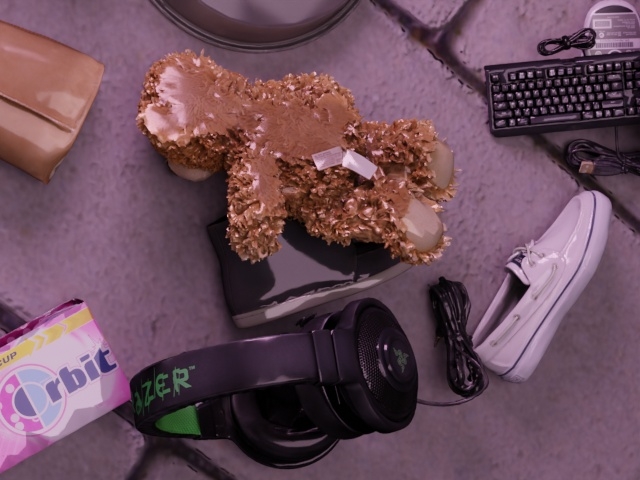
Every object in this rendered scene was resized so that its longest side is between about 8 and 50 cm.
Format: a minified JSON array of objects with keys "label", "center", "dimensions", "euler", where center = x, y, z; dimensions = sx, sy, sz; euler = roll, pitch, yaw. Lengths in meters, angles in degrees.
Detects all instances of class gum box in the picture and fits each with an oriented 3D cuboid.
[{"label":"gum box","center":[-0.290,0.148,1.687],"dimensions":[0.188,0.062,0.107],"euler":[-30,101,-17]}]

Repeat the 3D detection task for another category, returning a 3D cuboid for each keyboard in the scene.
[{"label":"keyboard","center":[0.267,-0.171,1.869],"dimensions":[0.180,0.023,0.108],"euler":[-6,94,0]}]

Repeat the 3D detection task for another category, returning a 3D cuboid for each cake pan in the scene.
[{"label":"cake pan","center":[-0.059,-0.337,1.761],"dimensions":[0.293,0.054,0.293],"euler":[-1,92,-19]}]

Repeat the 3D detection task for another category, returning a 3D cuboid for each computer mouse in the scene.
[{"label":"computer mouse","center":[0.319,-0.166,1.906],"dimensions":[0.106,0.042,0.193],"euler":[-1,94,-6]}]

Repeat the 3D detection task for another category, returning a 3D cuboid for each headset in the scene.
[{"label":"headset","center":[0.001,0.117,1.719],"dimensions":[0.394,0.243,0.185],"euler":[3,70,-34]}]

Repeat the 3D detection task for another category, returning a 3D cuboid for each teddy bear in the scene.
[{"label":"teddy bear","center":[-0.021,-0.075,1.724],"dimensions":[0.338,0.113,0.245],"euler":[5,59,-15]}]

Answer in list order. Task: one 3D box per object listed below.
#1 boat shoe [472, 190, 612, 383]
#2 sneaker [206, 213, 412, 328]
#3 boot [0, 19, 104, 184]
[{"label":"boat shoe","center":[0.233,0.040,1.859],"dimensions":[0.076,0.083,0.226],"euler":[28,83,-19]},{"label":"sneaker","center":[0.000,0.000,1.776],"dimensions":[0.222,0.083,0.118],"euler":[-20,96,-18]},{"label":"boot","center":[-0.367,-0.122,1.640],"dimensions":[0.270,0.089,0.236],"euler":[27,83,-20]}]
